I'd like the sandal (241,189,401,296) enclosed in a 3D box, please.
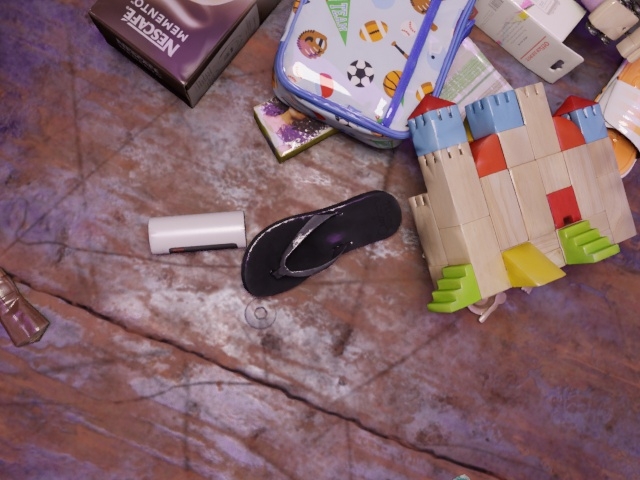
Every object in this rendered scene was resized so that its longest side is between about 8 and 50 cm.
[{"bbox_3d":[0.000,-0.001,0.982,0.254,0.054,0.097,-28,110,-7],"label":"sandal"}]

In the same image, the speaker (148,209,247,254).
[{"bbox_3d":[-0.175,-0.012,0.982,0.136,0.055,0.055,-4,86,-6],"label":"speaker"}]

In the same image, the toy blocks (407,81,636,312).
[{"bbox_3d":[0.262,-0.087,0.931,0.381,0.190,0.261,-18,93,-26],"label":"toy blocks"}]

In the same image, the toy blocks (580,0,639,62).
[{"bbox_3d":[0.533,-0.428,0.977,0.288,0.309,0.260,19,45,-34],"label":"toy blocks"}]

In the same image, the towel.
[{"bbox_3d":[0.225,-0.229,1.055,0.113,0.023,0.152,-41,92,-5],"label":"towel"}]

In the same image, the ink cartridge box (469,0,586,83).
[{"bbox_3d":[0.307,-0.332,1.021,0.198,0.115,0.067,39,83,-2],"label":"ink cartridge box"}]

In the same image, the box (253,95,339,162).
[{"bbox_3d":[0.022,-0.207,1.014,0.232,0.058,0.087,-31,88,-7],"label":"box"}]

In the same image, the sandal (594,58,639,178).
[{"bbox_3d":[0.483,-0.222,1.046,0.102,0.076,0.265,27,84,-2],"label":"sandal"}]

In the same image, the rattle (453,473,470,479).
[{"bbox_3d":[0.164,0.419,0.938,0.199,0.143,0.130,-32,70,-1],"label":"rattle"}]

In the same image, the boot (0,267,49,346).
[{"bbox_3d":[-0.452,0.113,0.960,0.106,0.037,0.114,-38,94,-5],"label":"boot"}]

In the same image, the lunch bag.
[{"bbox_3d":[0.083,-0.292,0.944,0.243,0.115,0.303,24,83,-5],"label":"lunch bag"}]

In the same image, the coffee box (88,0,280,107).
[{"bbox_3d":[-0.161,-0.363,0.980,0.168,0.119,0.297,37,83,-2],"label":"coffee box"}]

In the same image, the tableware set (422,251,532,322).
[{"bbox_3d":[0.247,0.028,1.033,0.141,0.020,0.169,-41,90,-7],"label":"tableware set"}]
